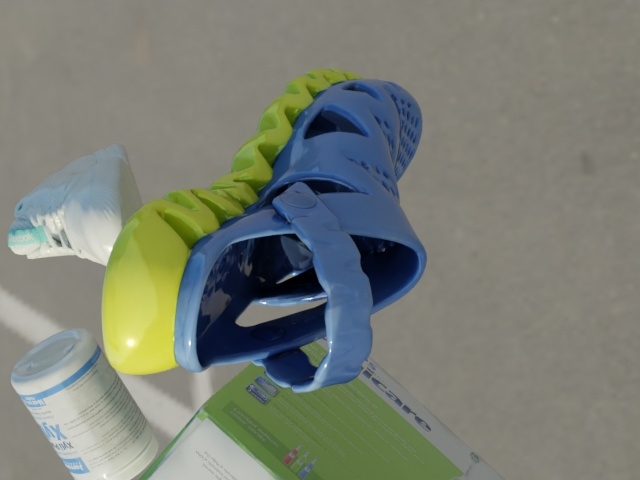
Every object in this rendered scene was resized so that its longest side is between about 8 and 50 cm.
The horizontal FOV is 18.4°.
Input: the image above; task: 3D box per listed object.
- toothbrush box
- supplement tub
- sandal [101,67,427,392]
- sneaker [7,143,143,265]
[{"bbox_3d":[0.001,0.183,1.353,0.206,0.283,0.122,42,109,3],"label":"toothbrush box"},{"bbox_3d":[-0.174,0.125,1.459,0.107,0.071,0.071,60,162,-20],"label":"supplement tub"},{"bbox_3d":[0.000,0.000,1.144,0.138,0.317,0.126,16,123,17],"label":"sandal"},{"bbox_3d":[-0.161,-0.011,1.299,0.212,0.094,0.080,-133,27,-79],"label":"sneaker"}]
